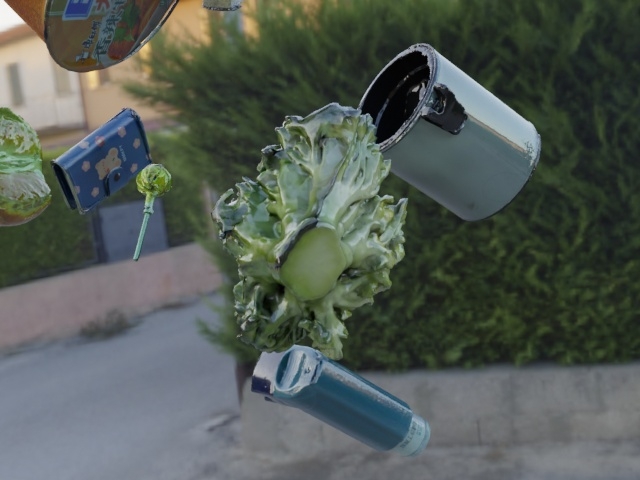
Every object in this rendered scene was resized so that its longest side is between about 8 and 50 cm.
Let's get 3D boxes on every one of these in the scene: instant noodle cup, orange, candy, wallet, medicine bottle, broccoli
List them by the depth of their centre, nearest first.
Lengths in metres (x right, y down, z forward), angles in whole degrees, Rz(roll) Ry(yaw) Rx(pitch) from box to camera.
[{"bbox_3d":[0.000,0.000,1.009,0.247,0.288,0.245,-15,18,-6],"label":"broccoli"},{"bbox_3d":[-0.343,-0.409,1.190,0.214,0.296,0.296,38,20,11],"label":"instant noodle cup"},{"bbox_3d":[0.035,0.227,1.209,0.258,0.079,0.124,32,-27,-24],"label":"medicine bottle"},{"bbox_3d":[-0.298,-0.048,1.485,0.062,0.194,0.058,3,-31,5],"label":"candy"},{"bbox_3d":[-0.422,-0.153,1.685,0.059,0.141,0.202,23,51,27],"label":"wallet"},{"bbox_3d":[-0.637,-0.133,1.712,0.179,0.237,0.158,-10,-18,-45],"label":"orange"}]

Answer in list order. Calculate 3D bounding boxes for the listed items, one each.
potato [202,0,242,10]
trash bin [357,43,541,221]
[{"bbox_3d":[-0.194,-0.516,1.768,0.086,0.061,0.122,6,35,11],"label":"potato"},{"bbox_3d":[0.221,-0.186,1.533,0.262,0.217,0.277,30,-2,-27],"label":"trash bin"}]
